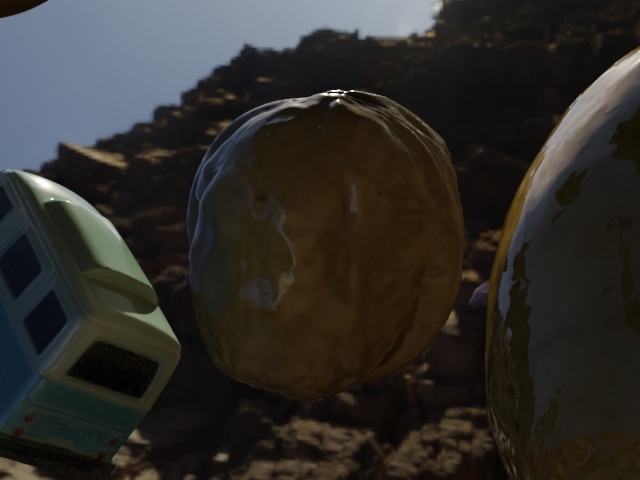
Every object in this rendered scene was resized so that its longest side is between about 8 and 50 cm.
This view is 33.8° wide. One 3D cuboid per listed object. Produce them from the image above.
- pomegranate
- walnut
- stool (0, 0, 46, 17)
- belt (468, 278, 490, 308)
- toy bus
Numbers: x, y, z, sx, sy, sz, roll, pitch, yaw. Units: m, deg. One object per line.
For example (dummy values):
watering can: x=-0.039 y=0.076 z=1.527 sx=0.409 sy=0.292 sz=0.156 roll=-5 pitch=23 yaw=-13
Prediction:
pomegranate: x=0.244 y=0.041 z=0.487 sx=0.342 sy=0.342 sz=0.343 roll=4 pitch=-90 yaw=-72
walnut: x=0.000 y=0.000 z=1.265 sx=0.381 sy=0.381 sz=0.381 roll=4 pitch=-90 yaw=-72
stool: x=-0.214 y=-0.215 z=0.665 sx=0.135 sy=0.110 sz=0.134 roll=-21 pitch=-18 yaw=-39
belt: x=0.290 y=0.088 z=0.880 sx=0.295 sy=0.160 sz=0.207 roll=-1 pitch=-125 yaw=-36
toy bus: x=-0.235 y=0.053 z=0.900 sx=0.165 sy=0.271 sz=0.133 roll=-50 pitch=-45 yaw=10
